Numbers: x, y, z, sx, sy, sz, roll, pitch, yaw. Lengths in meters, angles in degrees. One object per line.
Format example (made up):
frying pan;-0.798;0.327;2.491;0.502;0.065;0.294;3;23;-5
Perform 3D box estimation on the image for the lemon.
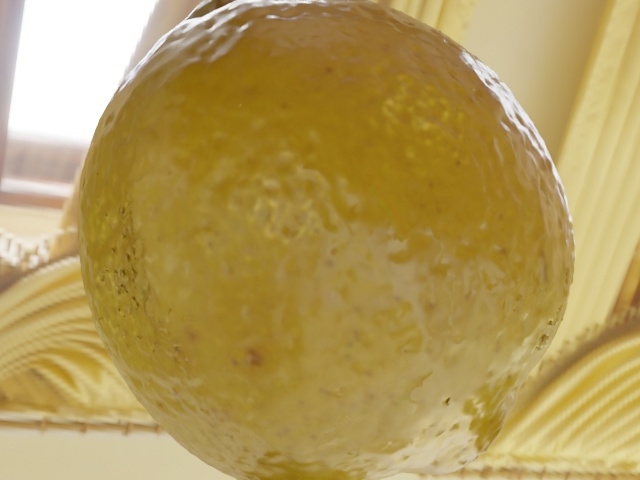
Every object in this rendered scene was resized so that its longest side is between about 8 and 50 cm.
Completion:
lemon;0.001;0.001;0.672;0.293;0.293;0.293;12;-157;-5
